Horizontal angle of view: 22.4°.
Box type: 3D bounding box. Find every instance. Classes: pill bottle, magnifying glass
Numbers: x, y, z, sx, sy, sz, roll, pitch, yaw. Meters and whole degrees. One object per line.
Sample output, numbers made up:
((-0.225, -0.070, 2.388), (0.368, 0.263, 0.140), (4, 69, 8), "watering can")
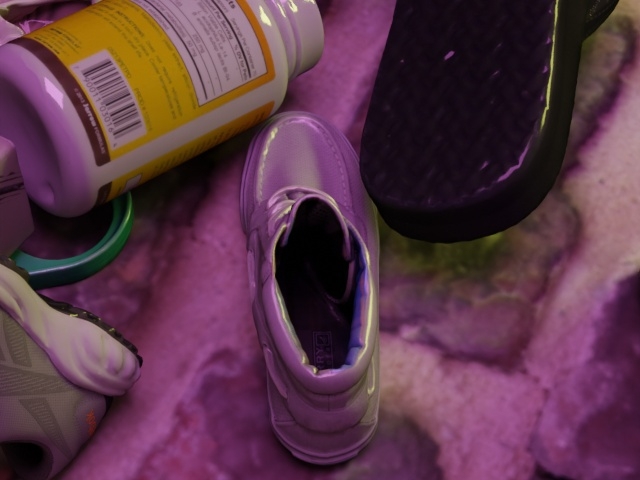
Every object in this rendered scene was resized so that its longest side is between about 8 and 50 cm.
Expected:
((-0.104, -0.108, 1.048), (0.215, 0.117, 0.117), (-30, 63, -30), "pill bottle")
((-0.222, 0.017, 1.033), (0.231, 0.026, 0.092), (-34, 65, -21), "magnifying glass")

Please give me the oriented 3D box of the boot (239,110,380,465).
((0.000, 0.000, 0.997), (0.095, 0.123, 0.258), (-5, 58, -7), "boot")

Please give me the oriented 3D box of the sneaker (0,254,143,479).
((-0.203, 0.056, 0.879), (0.100, 0.271, 0.108), (17, 74, 40), "sneaker")

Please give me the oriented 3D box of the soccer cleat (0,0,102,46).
((-0.231, -0.118, 1.087), (0.196, 0.076, 0.068), (-30, 64, -20), "soccer cleat")

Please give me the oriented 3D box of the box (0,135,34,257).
((-0.296, 0.038, 0.943), (0.113, 0.094, 0.275), (25, 58, 17), "box")

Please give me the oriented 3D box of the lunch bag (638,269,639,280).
((0.316, 0.059, 0.900), (0.213, 0.256, 0.305), (2, 58, -2), "lunch bag")

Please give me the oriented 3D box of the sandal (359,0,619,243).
((0.137, -0.176, 1.126), (0.168, 0.107, 0.445), (3, 57, 31), "sandal")
